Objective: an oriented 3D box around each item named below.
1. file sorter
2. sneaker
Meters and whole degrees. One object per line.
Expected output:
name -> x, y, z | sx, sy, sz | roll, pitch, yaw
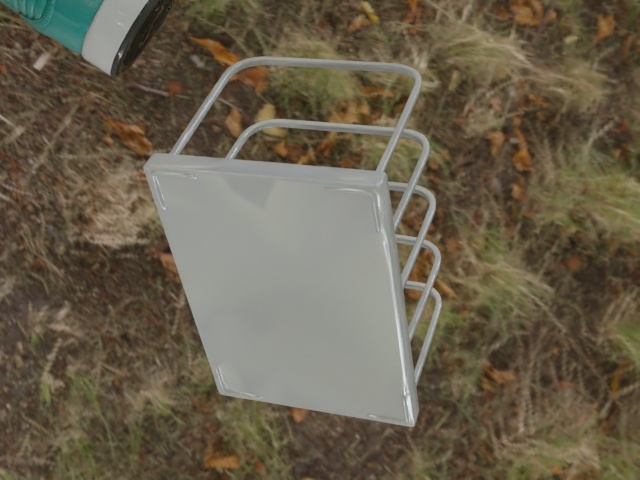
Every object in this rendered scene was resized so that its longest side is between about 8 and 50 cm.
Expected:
file sorter -> 0.000, 0.000, 0.884 | 0.173, 0.193, 0.277 | -64, 153, -43
sneaker -> -0.160, -0.236, 0.680 | 0.178, 0.295, 0.123 | 30, 125, -10
